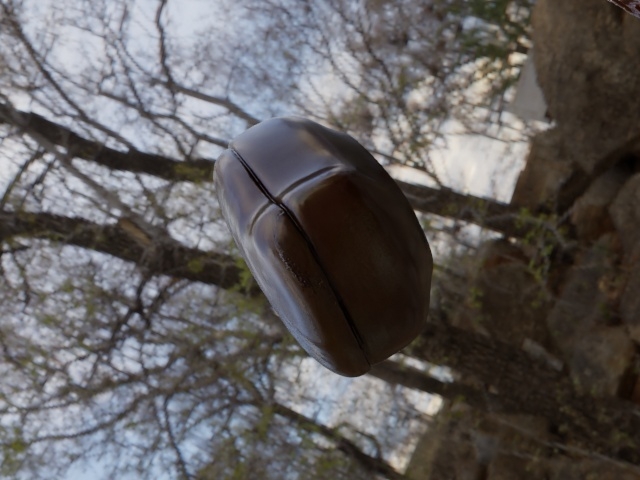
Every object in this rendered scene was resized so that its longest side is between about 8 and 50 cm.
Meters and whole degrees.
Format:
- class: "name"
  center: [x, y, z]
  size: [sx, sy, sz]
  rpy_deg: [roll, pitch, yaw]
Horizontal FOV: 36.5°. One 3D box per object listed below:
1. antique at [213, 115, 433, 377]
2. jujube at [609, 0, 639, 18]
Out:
- class: "antique"
  center: [0.000, 0.000, 0.810]
  size: [0.129, 0.223, 0.278]
  rpy_deg: [-33, 0, -7]
- class: "jujube"
  center: [0.246, -0.200, 0.559]
  size: [0.190, 0.255, 0.190]
  rpy_deg: [-6, -75, -25]
